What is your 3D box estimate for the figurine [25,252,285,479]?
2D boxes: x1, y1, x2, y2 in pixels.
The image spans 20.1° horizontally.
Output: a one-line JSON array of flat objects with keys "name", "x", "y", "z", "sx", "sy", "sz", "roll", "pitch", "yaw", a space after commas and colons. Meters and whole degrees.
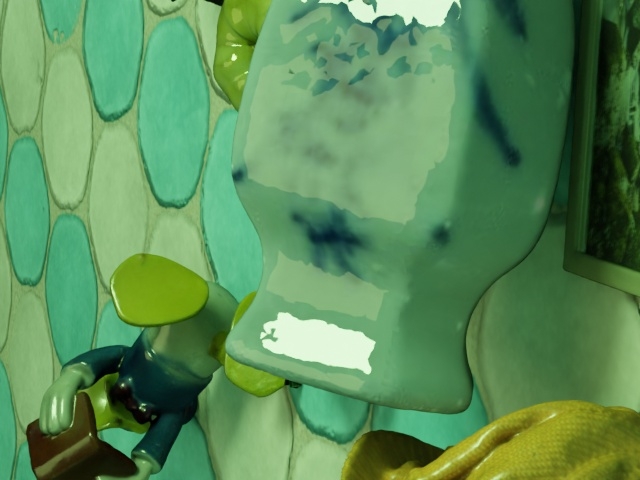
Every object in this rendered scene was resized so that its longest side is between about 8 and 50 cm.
[{"name": "figurine", "x": -0.177, "y": 0.173, "z": 1.909, "sx": 0.204, "sy": 0.283, "sz": 0.338, "roll": 40, "pitch": 165, "yaw": 4}]

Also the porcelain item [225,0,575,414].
[{"name": "porcelain item", "x": 0.064, "y": -0.092, "z": 1.308, "sx": 0.242, "sy": 0.178, "sz": 0.405, "roll": 14, "pitch": 92, "yaw": 29}]

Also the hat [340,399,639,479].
[{"name": "hat", "x": 0.180, "y": 0.199, "z": 1.240, "sx": 0.233, "sy": 0.233, "sz": 0.244, "roll": -30, "pitch": 74, "yaw": 32}]

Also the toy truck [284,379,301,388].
[{"name": "toy truck", "x": 0.000, "y": 0.000, "z": 1.634, "sx": 0.121, "sy": 0.088, "sz": 0.259, "roll": 159, "pitch": 106, "yaw": -64}]

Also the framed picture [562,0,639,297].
[{"name": "framed picture", "x": 0.241, "y": -0.113, "z": 1.196, "sx": 0.240, "sy": 0.020, "sz": 0.324, "roll": 26, "pitch": 115, "yaw": 61}]

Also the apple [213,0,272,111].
[{"name": "apple", "x": 0.009, "y": -0.167, "z": 1.497, "sx": 0.200, "sy": 0.200, "sz": 0.200, "roll": 178, "pitch": 90, "yaw": -65}]

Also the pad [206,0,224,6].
[{"name": "pad", "x": 0.001, "y": -0.269, "z": 1.543, "sx": 0.265, "sy": 0.159, "sz": 0.009, "roll": 123, "pitch": 163, "yaw": -51}]
